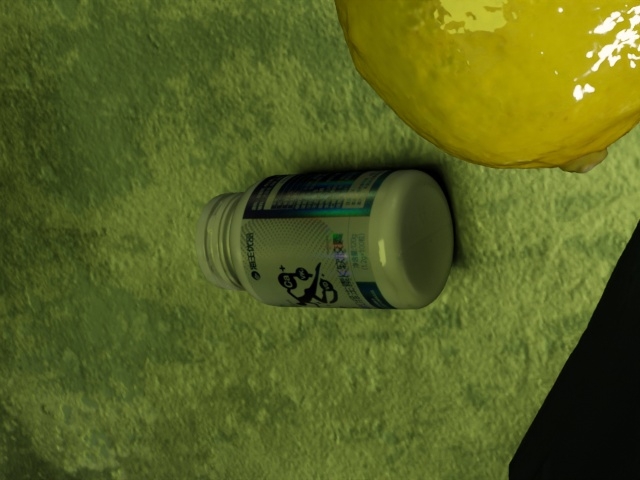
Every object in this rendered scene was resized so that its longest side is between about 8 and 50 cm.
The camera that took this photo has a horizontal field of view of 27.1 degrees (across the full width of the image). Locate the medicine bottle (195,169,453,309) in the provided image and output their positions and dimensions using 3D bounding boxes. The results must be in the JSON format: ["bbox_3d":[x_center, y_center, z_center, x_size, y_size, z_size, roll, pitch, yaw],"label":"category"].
[{"bbox_3d":[0.000,0.000,1.045,0.191,0.107,0.107,-1,109,33],"label":"medicine bottle"}]

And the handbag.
[{"bbox_3d":[0.208,0.172,0.854,0.122,0.303,0.329,21,125,-3],"label":"handbag"}]

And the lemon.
[{"bbox_3d":[0.117,-0.178,0.821,0.233,0.233,0.288,-15,92,37],"label":"lemon"}]
